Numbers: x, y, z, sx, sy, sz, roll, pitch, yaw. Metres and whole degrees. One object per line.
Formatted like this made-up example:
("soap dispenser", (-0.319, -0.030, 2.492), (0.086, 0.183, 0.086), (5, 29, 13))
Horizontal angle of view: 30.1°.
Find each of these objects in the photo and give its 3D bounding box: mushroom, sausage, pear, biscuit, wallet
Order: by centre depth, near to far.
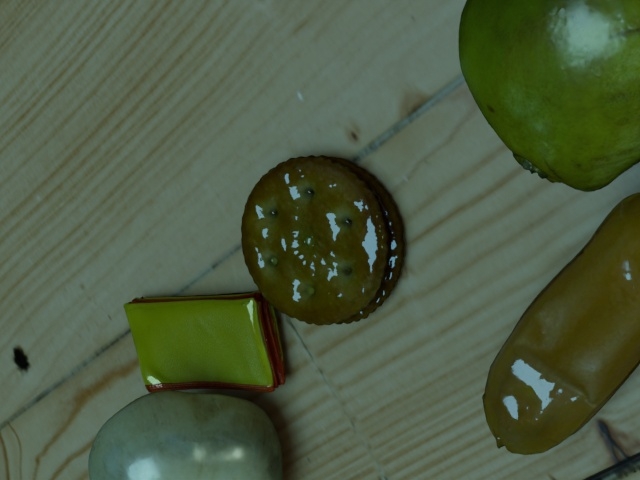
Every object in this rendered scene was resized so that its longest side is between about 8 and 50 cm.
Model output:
("pear", (0.271, -0.211, 1.177), (0.269, 0.269, 0.321), (15, 96, 27))
("sausage", (0.296, 0.099, 1.313), (0.134, 0.116, 0.354), (37, 121, 3))
("biscuit", (0.000, 0.000, 1.493), (0.220, 0.066, 0.220), (6, 101, 32))
("mushroom", (-0.181, 0.292, 1.594), (0.254, 0.234, 0.260), (-24, 126, -3))
("wallet", (-0.154, 0.138, 1.621), (0.241, 0.067, 0.141), (-4, 103, 36))
